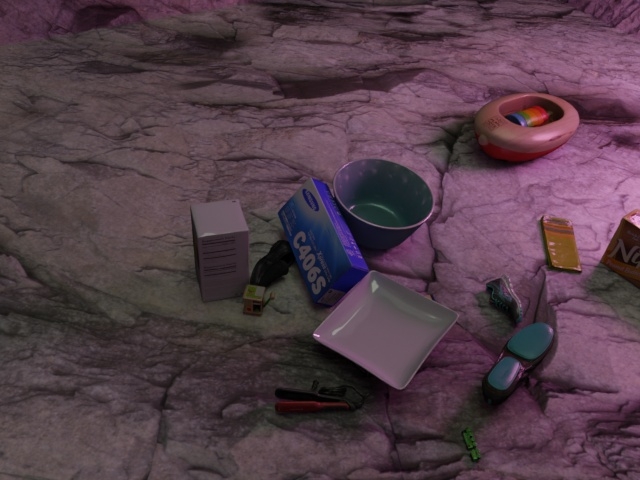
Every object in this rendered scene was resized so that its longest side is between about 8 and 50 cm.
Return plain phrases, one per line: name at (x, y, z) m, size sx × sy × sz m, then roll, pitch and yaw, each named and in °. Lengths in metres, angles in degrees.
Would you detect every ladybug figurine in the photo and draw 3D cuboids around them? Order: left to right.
ladybug figurine at (0.746, -0.407, 2.372) m, size 0.449 × 0.162 × 0.305 m, roll -18°, pitch 48°, yaw -24°

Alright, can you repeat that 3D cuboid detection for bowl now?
bowl at (0.175, -0.094, 1.960) m, size 0.312 × 0.163 × 0.311 m, roll 6°, pitch 47°, yaw -7°

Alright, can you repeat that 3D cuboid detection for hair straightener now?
hair straightener at (0.003, 0.364, 1.543) m, size 0.230 × 0.047 × 0.089 m, roll -1°, pitch 43°, yaw -7°

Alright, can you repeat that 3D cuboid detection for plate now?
plate at (0.167, 0.228, 1.647) m, size 0.277 × 0.045 × 0.278 m, roll 27°, pitch 54°, yaw 27°

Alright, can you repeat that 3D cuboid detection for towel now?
towel at (0.758, 0.007, 2.027) m, size 0.102 × 0.021 × 0.237 m, roll 8°, pitch 43°, yaw 4°

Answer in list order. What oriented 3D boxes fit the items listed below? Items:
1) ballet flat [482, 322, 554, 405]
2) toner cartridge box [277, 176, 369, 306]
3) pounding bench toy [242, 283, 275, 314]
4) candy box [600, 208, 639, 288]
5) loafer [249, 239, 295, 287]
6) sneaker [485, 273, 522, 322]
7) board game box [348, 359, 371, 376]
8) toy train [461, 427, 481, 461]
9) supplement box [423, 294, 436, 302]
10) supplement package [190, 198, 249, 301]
ballet flat at (0.487, 0.311, 1.613) m, size 0.095 × 0.096 × 0.280 m, roll 33°, pitch 51°, yaw 32°
toner cartridge box at (0.000, 0.000, 1.821) m, size 0.075 × 0.165 × 0.348 m, roll 19°, pitch 35°, yaw -43°
pounding bench toy at (-0.164, 0.164, 1.731) m, size 0.083 × 0.065 × 0.052 m, roll 8°, pitch 42°, yaw 3°
candy box at (0.994, 0.073, 1.860) m, size 0.087 × 0.183 × 0.316 m, roll -24°, pitch 50°, yaw -29°
loafer at (-0.128, 0.074, 1.824) m, size 0.078 × 0.076 × 0.223 m, roll 16°, pitch 38°, yaw 18°
sneaker at (0.514, 0.171, 1.808) m, size 0.076 × 0.065 × 0.166 m, roll -14°, pitch 40°, yaw 3°
board game box at (0.146, 0.264, 1.683) m, size 0.186 × 0.026 × 0.126 m, roll -29°, pitch 52°, yaw -31°
toy train at (0.348, 0.471, 1.486) m, size 0.024 × 0.017 × 0.083 m, roll -12°, pitch 44°, yaw -3°
supplement box at (0.274, 0.199, 1.744) m, size 0.083 × 0.056 × 0.083 m, roll -6°, pitch 44°, yaw -10°
supplement package at (-0.270, 0.028, 1.737) m, size 0.134 × 0.244 × 0.139 m, roll -9°, pitch 44°, yaw -15°
